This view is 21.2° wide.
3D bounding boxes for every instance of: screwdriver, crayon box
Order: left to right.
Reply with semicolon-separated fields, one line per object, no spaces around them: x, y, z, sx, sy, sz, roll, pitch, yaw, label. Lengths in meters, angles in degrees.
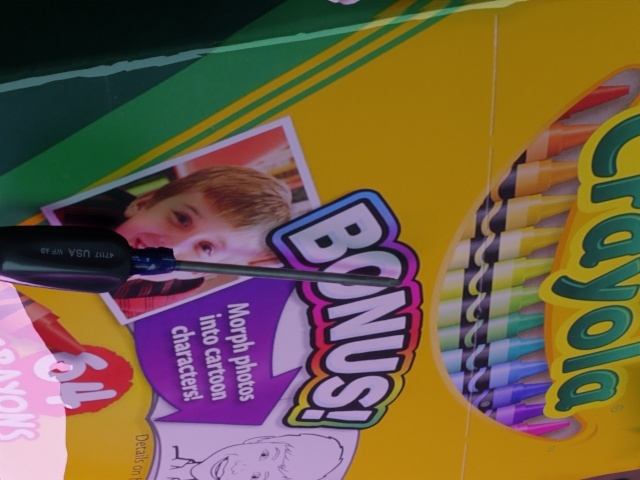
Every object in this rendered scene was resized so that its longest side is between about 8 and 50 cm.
-0.043;0.007;0.632;0.169;0.025;0.024;1;141;-33;screwdriver
0.000;0.000;0.734;0.313;0.106;0.363;-9;144;-5;crayon box

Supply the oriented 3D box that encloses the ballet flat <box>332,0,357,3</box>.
0.013;-0.233;0.424;0.147;0.147;0.409;-7;148;-8;ballet flat
